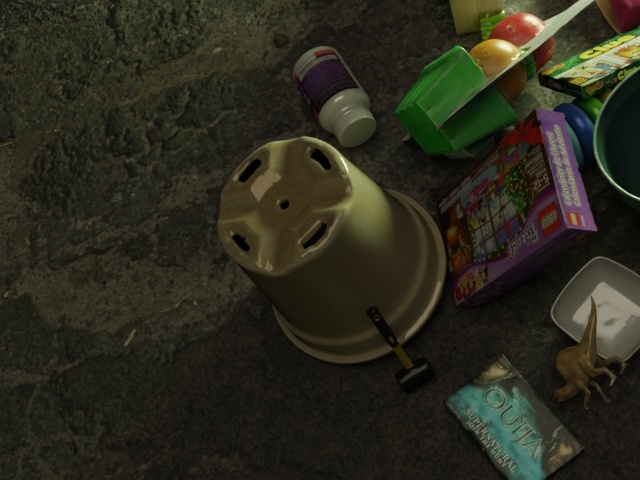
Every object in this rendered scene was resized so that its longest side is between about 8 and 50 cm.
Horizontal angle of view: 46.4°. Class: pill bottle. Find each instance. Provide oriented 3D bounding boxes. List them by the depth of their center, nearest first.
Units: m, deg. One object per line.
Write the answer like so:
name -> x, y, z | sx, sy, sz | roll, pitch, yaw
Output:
pill bottle -> 0.031, -0.276, 1.449 | 0.108, 0.108, 0.193 | -31, 61, 4

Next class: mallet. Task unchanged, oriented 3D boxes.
mallet -> 0.113, 0.175, 1.185 | 0.062, 0.189, 0.039 | -39, 34, 6

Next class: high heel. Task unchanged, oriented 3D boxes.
high heel -> 0.502, -0.475, 1.400 | 0.244, 0.082, 0.117 | 38, 84, 20

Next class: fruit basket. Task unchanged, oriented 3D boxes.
fruit basket -> 0.309, -0.285, 1.275 | 0.353, 0.327, 0.165 | -34, 97, -4

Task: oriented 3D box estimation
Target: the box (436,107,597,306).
box -> 0.292, -0.040, 1.170 | 0.057, 0.293, 0.200 | 5, 62, -22

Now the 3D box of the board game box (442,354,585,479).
board game box -> 0.296, 0.286, 1.156 | 0.126, 0.026, 0.186 | -39, 61, 0

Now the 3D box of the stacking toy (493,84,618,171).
stacking toy -> 0.470, -0.197, 1.264 | 0.330, 0.141, 0.141 | -28, 61, -1

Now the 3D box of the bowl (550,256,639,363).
bowl -> 0.448, 0.113, 1.166 | 0.142, 0.053, 0.142 | 39, 83, 28

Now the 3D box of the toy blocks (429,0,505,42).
toy blocks -> 0.278, -0.593, 1.418 | 0.191, 0.261, 0.381 | -7, 65, 16

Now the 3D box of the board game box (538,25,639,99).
board game box -> 0.521, -0.317, 1.280 | 0.260, 0.030, 0.136 | -26, 24, -7

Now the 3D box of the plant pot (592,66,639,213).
plant pot -> 0.585, -0.125, 1.124 | 0.293, 0.196, 0.293 | -19, 52, 26

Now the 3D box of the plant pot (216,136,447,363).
plant pot -> 0.000, 0.000, 1.205 | 0.334, 0.305, 0.333 | -11, 63, 22

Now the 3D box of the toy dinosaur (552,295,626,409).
toy dinosaur -> 0.397, 0.182, 1.105 | 0.093, 0.053, 0.183 | 25, 107, 33
